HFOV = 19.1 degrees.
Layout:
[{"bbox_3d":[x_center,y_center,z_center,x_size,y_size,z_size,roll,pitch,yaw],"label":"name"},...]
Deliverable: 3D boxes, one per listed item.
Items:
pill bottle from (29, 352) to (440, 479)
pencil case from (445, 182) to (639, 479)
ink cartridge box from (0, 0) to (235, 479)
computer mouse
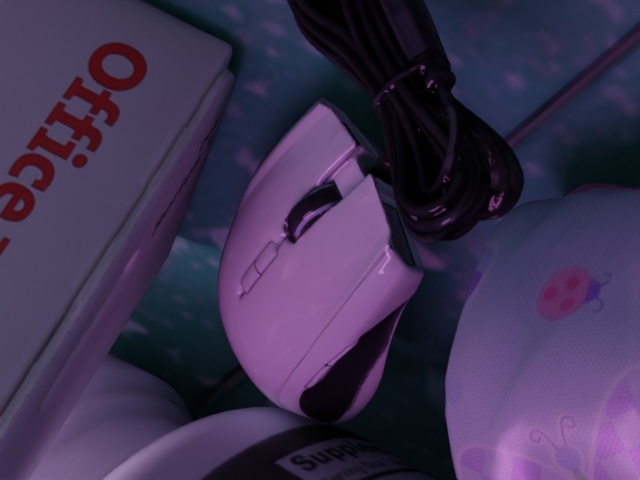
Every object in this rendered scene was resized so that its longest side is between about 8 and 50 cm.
[{"bbox_3d":[0.011,0.182,0.617,0.363,0.210,0.210,26,144,29],"label":"pill bottle"},{"bbox_3d":[0.166,0.038,0.477,0.273,0.113,0.124,-7,138,37],"label":"pencil case"},{"bbox_3d":[-0.195,-0.020,0.566,0.278,0.201,0.117,26,143,3],"label":"ink cartridge box"},{"bbox_3d":[0.000,0.000,0.563,0.106,0.042,0.193,63,155,26],"label":"computer mouse"}]
